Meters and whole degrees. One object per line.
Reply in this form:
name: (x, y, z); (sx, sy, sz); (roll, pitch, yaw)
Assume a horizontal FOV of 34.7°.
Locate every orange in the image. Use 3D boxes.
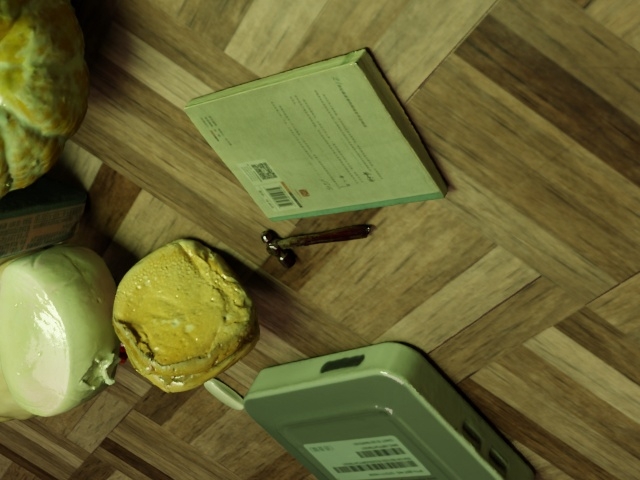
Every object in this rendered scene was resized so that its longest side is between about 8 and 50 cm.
orange: (-0.421, -0.192, 1.150); (0.329, 0.329, 0.249); (49, 162, -25)

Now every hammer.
hammer: (0.000, 0.000, 1.359); (0.178, 0.021, 0.065); (-11, 129, 38)

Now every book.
book: (-0.010, -0.111, 1.226); (0.282, 0.025, 0.215); (-6, 132, 39)

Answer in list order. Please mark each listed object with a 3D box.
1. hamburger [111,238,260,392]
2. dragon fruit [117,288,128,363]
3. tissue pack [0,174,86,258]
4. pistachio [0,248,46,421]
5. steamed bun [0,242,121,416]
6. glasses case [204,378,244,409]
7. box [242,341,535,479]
hamburger: (-0.193, 0.103, 1.454); (0.213, 0.214, 0.108); (16, 146, 17)
dragon fruit: (-0.318, 0.138, 1.656); (0.112, 0.068, 0.126); (4, 109, 21)
tissue pack: (-0.493, -0.052, 1.393); (0.227, 0.315, 0.103); (21, 102, 11)
pistachio: (-0.488, 0.145, 1.665); (0.229, 0.230, 0.309); (29, 118, 0)
steamed bun: (-0.363, 0.131, 1.486); (0.152, 0.170, 0.239); (13, 110, 29)
glasses case: (-0.166, 0.268, 1.782); (0.083, 0.021, 0.032); (39, 143, -13)
box: (0.103, 0.324, 1.616); (0.367, 0.090, 0.373); (-19, 122, 46)
